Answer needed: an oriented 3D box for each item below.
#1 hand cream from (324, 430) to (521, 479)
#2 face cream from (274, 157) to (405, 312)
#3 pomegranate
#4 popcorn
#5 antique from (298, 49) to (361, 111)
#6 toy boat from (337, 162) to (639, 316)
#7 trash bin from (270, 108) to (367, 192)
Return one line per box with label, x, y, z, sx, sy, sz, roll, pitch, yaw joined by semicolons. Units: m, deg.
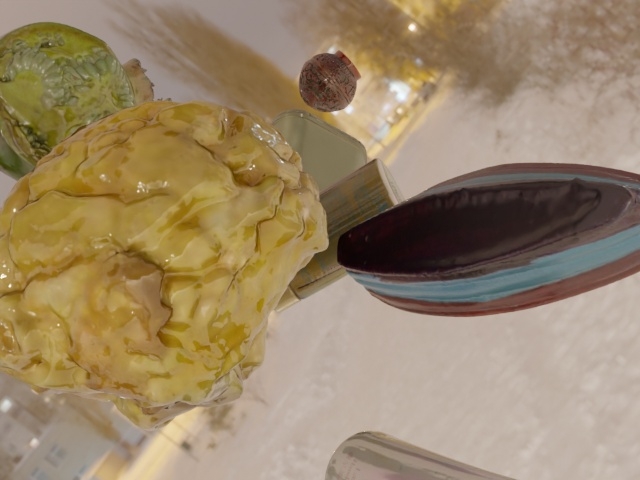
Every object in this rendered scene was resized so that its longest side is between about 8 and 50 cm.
hand cream;0.130;0.318;1.141;0.358;0.118;0.186;11;84;62
face cream;0.000;0.000;1.549;0.285;0.139;0.067;-30;-21;17
pomegranate;-0.381;-0.206;1.549;0.340;0.260;0.260;-20;-23;-44
popcorn;-0.196;0.016;1.106;0.344;0.354;0.390;13;-72;-52
antique;0.012;-0.256;1.639;0.104;0.104;0.104;-52;1;2
toy boat;0.150;-0.005;0.865;0.392;0.079;0.136;-11;73;56
trash bin;-0.014;-0.139;2.200;0.121;0.243;0.247;-41;30;42
